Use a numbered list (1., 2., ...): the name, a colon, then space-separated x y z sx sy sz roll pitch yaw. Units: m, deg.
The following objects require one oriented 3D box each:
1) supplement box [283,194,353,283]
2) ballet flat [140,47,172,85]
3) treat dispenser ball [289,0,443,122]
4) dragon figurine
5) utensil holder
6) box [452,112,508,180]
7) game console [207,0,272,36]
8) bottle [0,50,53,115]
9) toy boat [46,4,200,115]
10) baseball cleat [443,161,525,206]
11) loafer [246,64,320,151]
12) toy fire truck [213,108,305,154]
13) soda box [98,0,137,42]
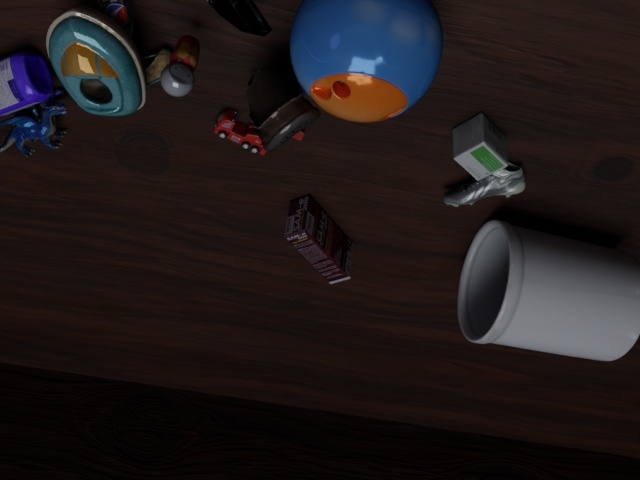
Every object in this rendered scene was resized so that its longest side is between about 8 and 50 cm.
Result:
1. supplement box: 0.000 0.000 1.898 0.073 0.130 0.239 -18 136 28
2. ballet flat: -0.402 -0.376 1.558 0.206 0.073 0.067 -21 106 27
3. treat dispenser ball: 0.086 -0.367 1.301 0.288 0.288 0.288 4 141 3
4. dragon figurine: -0.726 -0.287 1.685 0.289 0.085 0.144 -9 137 13
5. utensil holder: 0.606 0.141 1.834 0.386 0.327 0.327 11 141 -10
6. box: 0.369 -0.216 1.594 0.087 0.102 0.101 -27 131 38
7. game console: -0.228 -0.523 1.233 0.044 0.213 0.361 -42 132 -2
8. bottle: -0.756 -0.347 1.597 0.283 0.092 0.118 -13 99 23
9. toy boat: -0.404 -0.353 1.410 0.318 0.148 0.267 0 144 11
10. baseball cleat: 0.401 -0.149 1.715 0.206 0.072 0.109 -11 124 15
11. loafer: -0.104 -0.284 1.420 0.134 0.366 0.130 -37 111 0
12. toy fire truck: -0.146 -0.273 1.647 0.192 0.047 0.135 24 138 -19
13. soda box: -0.421 -0.482 1.418 0.053 0.060 0.169 6 142 1
